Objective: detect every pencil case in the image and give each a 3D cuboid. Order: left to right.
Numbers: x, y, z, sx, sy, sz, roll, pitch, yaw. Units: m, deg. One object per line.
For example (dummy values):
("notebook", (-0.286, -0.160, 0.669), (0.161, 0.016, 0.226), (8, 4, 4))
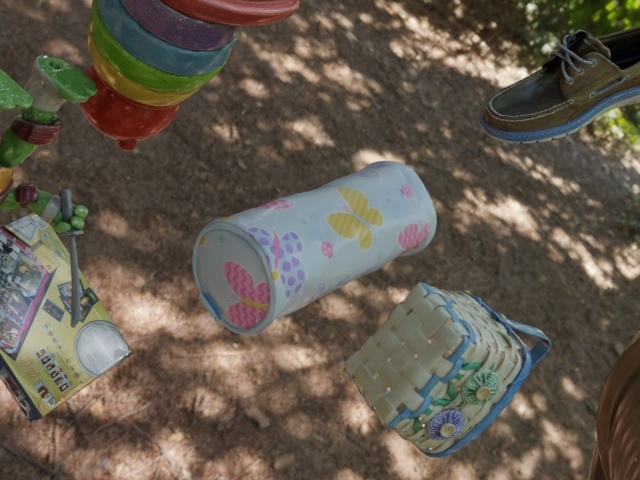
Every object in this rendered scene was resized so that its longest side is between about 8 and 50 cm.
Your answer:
("pencil case", (0.000, 0.000, 0.800), (0.273, 0.124, 0.114), (-23, 83, -45))

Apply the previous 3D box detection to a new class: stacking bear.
("stacking bear", (-0.181, -0.217, 0.866), (0.164, 0.289, 0.175), (-25, 77, -42))

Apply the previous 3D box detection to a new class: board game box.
("board game box", (-0.386, 0.097, 1.057), (0.165, 0.042, 0.243), (-36, 97, -47))

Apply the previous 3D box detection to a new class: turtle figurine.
("turtle figurine", (-0.319, -0.039, 0.816), (0.197, 0.266, 0.275), (9, 39, -35))

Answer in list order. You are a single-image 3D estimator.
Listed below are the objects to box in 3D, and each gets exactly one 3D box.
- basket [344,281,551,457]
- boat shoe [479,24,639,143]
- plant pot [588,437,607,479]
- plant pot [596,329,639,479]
("basket", (0.196, 0.206, 1.180), (0.289, 0.255, 0.201), (23, 21, -47))
("boat shoe", (0.217, -0.140, 0.648), (0.066, 0.183, 0.066), (73, -6, -48))
("plant pot", (0.510, 0.377, 1.216), (0.215, 0.215, 0.231), (-26, 110, -55))
("plant pot", (0.238, 0.143, 0.376), (0.237, 0.237, 0.109), (48, 49, 6))
